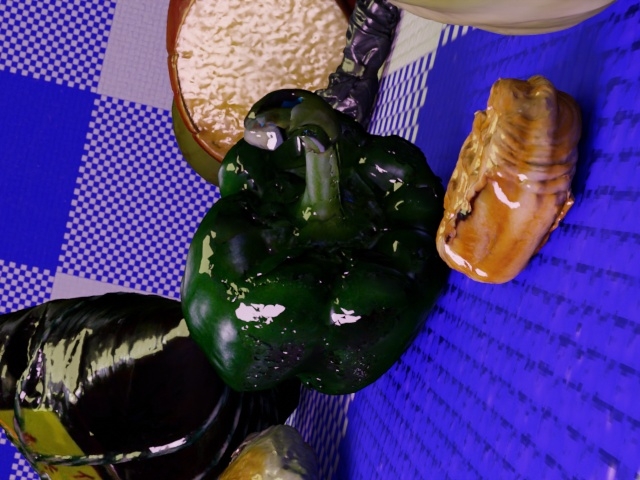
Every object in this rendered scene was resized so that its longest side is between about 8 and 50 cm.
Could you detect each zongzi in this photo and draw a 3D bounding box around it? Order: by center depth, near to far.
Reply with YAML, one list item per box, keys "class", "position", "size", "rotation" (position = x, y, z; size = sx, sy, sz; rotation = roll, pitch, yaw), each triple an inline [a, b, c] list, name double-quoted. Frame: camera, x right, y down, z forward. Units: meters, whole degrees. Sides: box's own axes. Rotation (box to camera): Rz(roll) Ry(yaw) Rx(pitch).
- class: "zongzi"
  position: [-0.140, 0.153, 0.932]
  size: [0.362, 0.383, 0.319]
  rotation: [-13, 47, 46]

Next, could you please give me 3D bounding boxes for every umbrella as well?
- class: "umbrella"
  position: [0.036, -0.178, 1.061]
  size: [0.080, 0.071, 0.224]
  rotation: [45, 121, 48]

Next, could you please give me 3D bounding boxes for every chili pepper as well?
- class: "chili pepper"
  position: [0.000, 0.000, 0.634]
  size: [0.174, 0.165, 0.261]
  rotation: [-60, -6, -31]

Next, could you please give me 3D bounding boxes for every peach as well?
- class: "peach"
  position: [-0.049, -0.212, 1.196]
  size: [0.245, 0.248, 0.275]
  rotation: [-24, -63, -57]

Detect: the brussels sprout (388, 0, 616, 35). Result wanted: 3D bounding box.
- class: "brussels sprout"
  position: [0.053, -0.231, 0.335]
  size: [0.328, 0.247, 0.328]
  rotation: [-166, 90, -79]

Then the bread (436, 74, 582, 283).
- class: "bread"
  position: [0.087, -0.030, 0.474]
  size: [0.111, 0.044, 0.083]
  rotation: [111, 171, -62]

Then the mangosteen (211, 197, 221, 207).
- class: "mangosteen"
  position: [-0.048, 0.028, 1.038]
  size: [0.166, 0.166, 0.180]
  rotation: [-85, -13, -50]

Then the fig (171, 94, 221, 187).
- class: "fig"
  position: [-0.098, -0.193, 1.504]
  size: [0.271, 0.239, 0.239]
  rotation: [-3, 74, 64]

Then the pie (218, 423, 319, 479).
- class: "pie"
  position: [-0.060, 0.287, 0.812]
  size: [0.257, 0.105, 0.274]
  rotation: [-104, 31, -75]
